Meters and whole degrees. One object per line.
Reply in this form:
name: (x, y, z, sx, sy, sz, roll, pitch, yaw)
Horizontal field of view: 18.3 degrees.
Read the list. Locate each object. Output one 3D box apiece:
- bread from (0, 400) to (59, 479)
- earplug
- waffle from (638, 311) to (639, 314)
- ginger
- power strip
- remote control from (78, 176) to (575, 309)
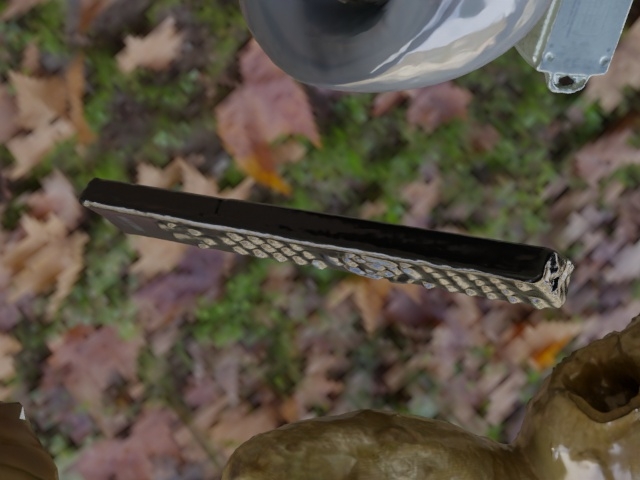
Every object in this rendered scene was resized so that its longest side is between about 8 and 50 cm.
bread: (-0.186, 0.155, 0.496, 0.278, 0.167, 0.324, -3, 161, -16)
earplug: (0.034, -0.195, 0.937, 0.175, 0.214, 0.325, -12, 153, -2)
waffle: (0.329, 0.036, 1.283, 0.214, 0.054, 0.208, 4, 159, -16)
ginger: (0.169, 0.104, 0.925, 0.363, 0.122, 0.348, -44, 130, -11)
power strip: (0.220, -0.244, 1.536, 0.078, 0.052, 0.272, 1, 122, -26)
remote control: (0.000, 0.000, 0.963, 0.063, 0.245, 0.025, 29, 72, -68)
